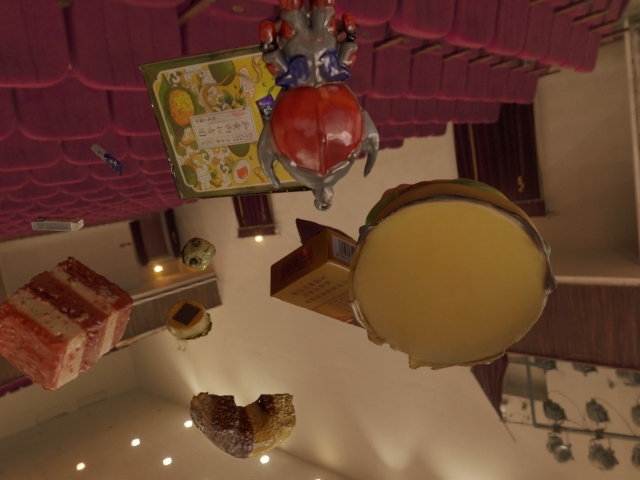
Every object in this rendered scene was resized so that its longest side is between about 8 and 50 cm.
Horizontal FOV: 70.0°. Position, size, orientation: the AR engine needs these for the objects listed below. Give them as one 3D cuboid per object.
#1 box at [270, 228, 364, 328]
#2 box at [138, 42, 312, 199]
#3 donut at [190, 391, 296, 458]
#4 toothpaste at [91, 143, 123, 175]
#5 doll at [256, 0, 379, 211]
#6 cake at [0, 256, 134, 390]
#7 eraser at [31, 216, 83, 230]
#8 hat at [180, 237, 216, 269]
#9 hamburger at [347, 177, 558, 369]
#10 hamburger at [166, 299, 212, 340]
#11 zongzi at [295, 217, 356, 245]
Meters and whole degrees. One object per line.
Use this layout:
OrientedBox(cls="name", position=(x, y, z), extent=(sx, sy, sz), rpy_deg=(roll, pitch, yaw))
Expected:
OrientedBox(cls="box", position=(0.089, 0.134, 1.366), extent=(0.416, 0.115, 0.264), rpy_deg=(23, 138, -34))
OrientedBox(cls="box", position=(-0.219, -0.312, 1.221), extent=(0.421, 0.372, 0.138), rpy_deg=(-4, -154, 13))
OrientedBox(cls="donut", position=(-0.192, 0.463, 1.117), extent=(0.295, 0.151, 0.112), rpy_deg=(18, -165, -38))
OrientedBox(cls="toothpaste", position=(-0.374, -0.145, 0.808), extent=(0.083, 0.024, 0.015), rpy_deg=(38, -148, 20))
OrientedBox(cls="doll", position=(-0.006, -0.112, 0.395), extent=(0.104, 0.194, 0.062), rpy_deg=(-21, -147, -24))
OrientedBox(cls="cake", position=(-0.818, 0.265, 1.473), extent=(0.270, 0.270, 0.319), rpy_deg=(33, -146, 3))
OrientedBox(cls="eraser", position=(-0.755, -0.048, 1.316), extent=(0.122, 0.029, 0.052), rpy_deg=(1, -160, -8))
OrientedBox(cls="hat", position=(-0.305, 0.030, 1.131), extent=(0.076, 0.077, 0.059), rpy_deg=(26, 168, -1))
OrientedBox(cls="hamburger", position=(0.150, 0.029, 0.554), extent=(0.237, 0.236, 0.149), rpy_deg=(-8, -161, 13))
OrientedBox(cls="hamburger", position=(-0.403, 0.250, 1.410), extent=(0.141, 0.081, 0.126), rpy_deg=(9, -134, 4))
OrientedBox(cls="zongzi", position=(0.000, 0.000, 1.653), extent=(0.174, 0.393, 0.356), rpy_deg=(-45, 162, -2))
